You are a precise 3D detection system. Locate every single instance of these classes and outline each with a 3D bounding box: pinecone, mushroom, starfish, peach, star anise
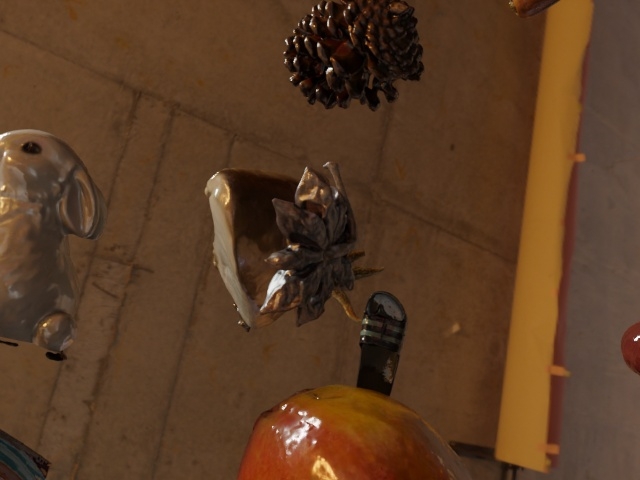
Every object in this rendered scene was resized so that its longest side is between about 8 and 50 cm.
[{"bbox_3d":[0.023,-0.150,0.437,0.102,0.109,0.102,0,-90,-65],"label":"pinecone"},{"bbox_3d":[-0.085,-0.020,1.181,0.313,0.397,0.224,-27,-116,-14],"label":"mushroom"},{"bbox_3d":[0.018,0.056,0.989,0.223,0.050,0.217,-16,-119,-33],"label":"starfish"},{"bbox_3d":[0.050,0.355,0.740,0.290,0.372,0.372,-44,-66,-1],"label":"peach"},{"bbox_3d":[-0.001,0.000,0.778,0.230,0.081,0.262,54,-129,-44],"label":"star anise"}]

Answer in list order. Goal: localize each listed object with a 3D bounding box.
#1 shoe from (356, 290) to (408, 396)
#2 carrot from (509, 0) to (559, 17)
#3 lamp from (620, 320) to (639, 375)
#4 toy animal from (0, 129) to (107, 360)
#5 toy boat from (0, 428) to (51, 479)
[{"bbox_3d":[0.089,0.166,0.851,0.049,0.071,0.179,27,-108,-74],"label":"shoe"},{"bbox_3d":[0.264,-0.268,0.520,0.037,0.190,0.037,55,-165,-23],"label":"carrot"},{"bbox_3d":[0.406,0.130,0.658,0.101,0.101,0.090,-9,-73,-36],"label":"lamp"},{"bbox_3d":[-0.477,-0.002,0.950,0.257,0.194,0.357,16,-96,4],"label":"toy animal"},{"bbox_3d":[-0.567,0.323,0.903,0.079,0.136,0.392,-65,-35,-35],"label":"toy boat"}]
